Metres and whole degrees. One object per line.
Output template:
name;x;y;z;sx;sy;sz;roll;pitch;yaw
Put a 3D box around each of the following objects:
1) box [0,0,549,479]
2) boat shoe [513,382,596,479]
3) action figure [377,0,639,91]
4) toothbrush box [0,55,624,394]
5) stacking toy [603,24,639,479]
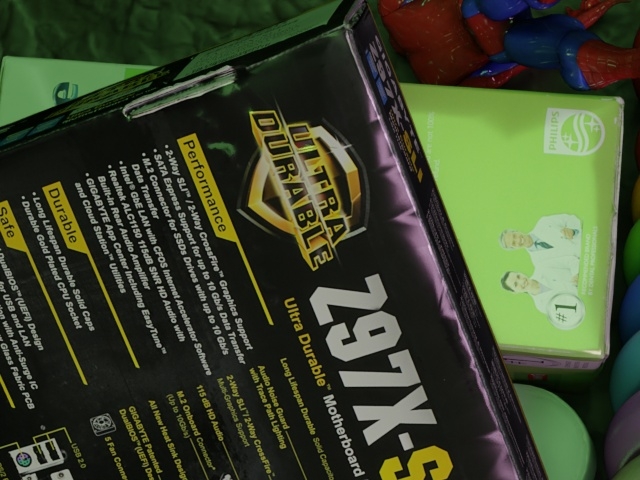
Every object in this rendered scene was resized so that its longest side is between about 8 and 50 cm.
box;-0.045;0.093;0.670;0.257;0.079;0.322;-19;103;13
boat shoe;0.019;0.189;0.812;0.301;0.102;0.108;-41;53;4
action figure;0.122;-0.128;0.793;0.139;0.280;0.091;-37;105;-17
toothbrush box;0.000;0.000;0.796;0.283;0.206;0.122;3;81;9
stacking toy;0.204;0.004;0.774;0.141;0.141;0.330;2;54;8
